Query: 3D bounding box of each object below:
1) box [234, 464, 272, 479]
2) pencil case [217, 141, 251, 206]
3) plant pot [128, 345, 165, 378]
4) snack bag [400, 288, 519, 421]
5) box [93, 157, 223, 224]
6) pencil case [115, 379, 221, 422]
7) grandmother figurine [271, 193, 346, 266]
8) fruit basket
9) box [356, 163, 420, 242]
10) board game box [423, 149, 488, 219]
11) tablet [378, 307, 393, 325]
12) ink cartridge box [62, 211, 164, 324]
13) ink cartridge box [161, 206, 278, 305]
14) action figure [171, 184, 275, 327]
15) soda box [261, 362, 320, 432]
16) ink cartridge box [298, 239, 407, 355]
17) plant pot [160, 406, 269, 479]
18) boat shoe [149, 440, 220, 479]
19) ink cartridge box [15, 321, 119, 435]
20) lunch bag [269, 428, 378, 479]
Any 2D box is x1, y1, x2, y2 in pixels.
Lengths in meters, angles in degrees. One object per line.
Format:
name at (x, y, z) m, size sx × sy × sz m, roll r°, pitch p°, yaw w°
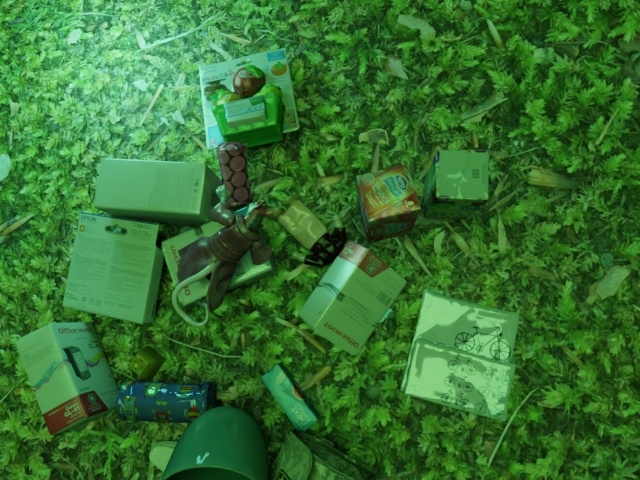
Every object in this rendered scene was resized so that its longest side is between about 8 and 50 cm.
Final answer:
box at (-0.095, 0.800, 1.357) m, size 0.308 × 0.076 × 0.242 m, roll -18°, pitch 79°, yaw 2°
pencil case at (-0.282, -0.221, 1.508) m, size 0.098 × 0.095 × 0.209 m, roll -14°, pitch 120°, yaw -23°
plant pot at (-0.574, 0.400, 1.470) m, size 0.082 × 0.083 × 0.081 m, roll 34°, pitch 85°, yaw 11°
snack bag at (0.444, 0.348, 1.405) m, size 0.323 × 0.037 × 0.342 m, roll 14°, pitch 82°, yaw 8°
box at (-0.518, -0.151, 1.496) m, size 0.346 × 0.215 × 0.168 m, roll 4°, pitch 80°, yaw 6°
pencil case at (-0.476, 0.502, 1.425) m, size 0.307 × 0.119 × 0.133 m, roll -1°, pitch 37°, yaw 6°
grandmother figurine at (0.000, 0.000, 1.483) m, size 0.342 × 0.104 × 0.208 m, roll 48°, pitch 113°, yaw 8°
fruit basket at (-0.255, -0.500, 1.560) m, size 0.327 × 0.165 × 0.352 m, roll -11°, pitch 76°, yaw 4°
box at (0.200, -0.101, 1.372) m, size 0.154 × 0.300 × 0.142 m, roll -13°, pitch 77°, yaw 2°
board game box at (0.402, -0.160, 1.375) m, size 0.142 × 0.275 × 0.144 m, roll 2°, pitch 81°, yaw 6°
tablet at (0.189, 0.238, 1.464) m, size 0.083 × 0.006 × 0.054 m, roll -42°, pitch 79°, yaw -2°
ink cartridge box at (-0.682, 0.087, 1.508) m, size 0.325 × 0.071 × 0.329 m, roll 9°, pitch 86°, yaw 17°
ink cartridge box at (-0.326, 0.057, 1.483) m, size 0.308 × 0.129 × 0.223 m, roll -22°, pitch 80°, yaw 1°
action figure at (-0.277, 0.014, 1.275) m, size 0.248 × 0.275 × 0.370 m, roll 42°, pitch 115°, yaw -8°
soda box at (-0.094, 0.490, 1.416) m, size 0.071 × 0.067 × 0.210 m, roll -38°, pitch 79°, yaw -2°
ink cartridge box at (0.097, 0.174, 1.376) m, size 0.207 × 0.117 × 0.283 m, roll 39°, pitch 84°, yaw -33°
plant pot at (-0.280, 0.618, 1.268) m, size 0.293 × 0.235 × 0.292 m, roll 0°, pitch 120°, yaw -1°
boat shoe at (-0.412, 0.701, 1.394) m, size 0.277 × 0.096 × 0.098 m, roll 17°, pitch 83°, yaw 8°
ink cartridge box at (-0.775, 0.419, 1.415) m, size 0.131 × 0.226 × 0.306 m, roll -27°, pitch 79°, yaw 0°
lunch bag at (-0.017, 0.696, 1.249) m, size 0.287 × 0.169 × 0.235 m, roll 22°, pitch 85°, yaw 17°
